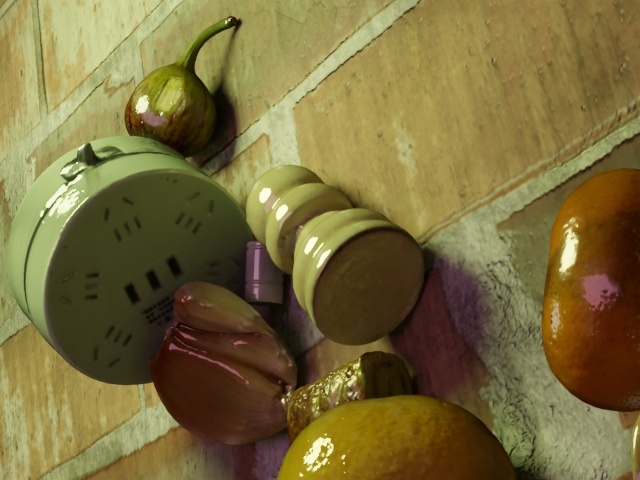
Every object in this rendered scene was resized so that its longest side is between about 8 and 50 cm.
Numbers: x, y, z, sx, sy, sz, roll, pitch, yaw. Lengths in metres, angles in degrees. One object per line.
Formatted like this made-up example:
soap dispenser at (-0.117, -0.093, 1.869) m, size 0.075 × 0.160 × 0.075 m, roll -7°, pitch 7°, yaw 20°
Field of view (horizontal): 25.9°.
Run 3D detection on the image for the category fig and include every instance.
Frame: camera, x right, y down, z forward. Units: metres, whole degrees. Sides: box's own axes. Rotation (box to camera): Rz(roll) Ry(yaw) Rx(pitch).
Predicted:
fig at (-0.208, -0.247, 2.164) m, size 0.149 × 0.149 × 0.245 m, roll 21°, pitch 88°, yaw 52°

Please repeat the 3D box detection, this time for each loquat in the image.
loquat at (0.090, 0.312, 1.557) m, size 0.275 × 0.274 × 0.275 m, roll -14°, pitch 72°, yaw 50°

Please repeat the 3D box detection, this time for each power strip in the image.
power strip at (-0.275, 0.021, 2.001) m, size 0.161 × 0.357 × 0.358 m, roll 35°, pitch 110°, yaw 52°

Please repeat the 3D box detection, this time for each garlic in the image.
garlic at (-0.125, 0.183, 1.956) m, size 0.228 × 0.110 × 0.217 m, roll 33°, pitch 115°, yaw 12°

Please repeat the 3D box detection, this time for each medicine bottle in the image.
medicine bottle at (-0.079, 0.047, 1.986) m, size 0.057 × 0.057 × 0.089 m, roll -10°, pitch 75°, yaw 51°

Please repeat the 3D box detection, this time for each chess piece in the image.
chess piece at (0.000, 0.000, 1.836) m, size 0.299 × 0.167 × 0.167 m, roll 44°, pitch 117°, yaw 54°

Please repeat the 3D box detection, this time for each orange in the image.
orange at (0.308, 0.049, 1.373) m, size 0.171 × 0.240 × 0.240 m, roll 4°, pitch 85°, yaw 11°

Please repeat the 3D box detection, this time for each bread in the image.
bread at (0.037, 0.223, 1.764) m, size 0.172 × 0.103 × 0.132 m, roll -35°, pitch 53°, yaw 46°

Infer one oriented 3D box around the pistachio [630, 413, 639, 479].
pistachio at (0.412, 0.279, 1.104) m, size 0.281 × 0.365 × 0.446 m, roll 84°, pitch 168°, yaw -82°
